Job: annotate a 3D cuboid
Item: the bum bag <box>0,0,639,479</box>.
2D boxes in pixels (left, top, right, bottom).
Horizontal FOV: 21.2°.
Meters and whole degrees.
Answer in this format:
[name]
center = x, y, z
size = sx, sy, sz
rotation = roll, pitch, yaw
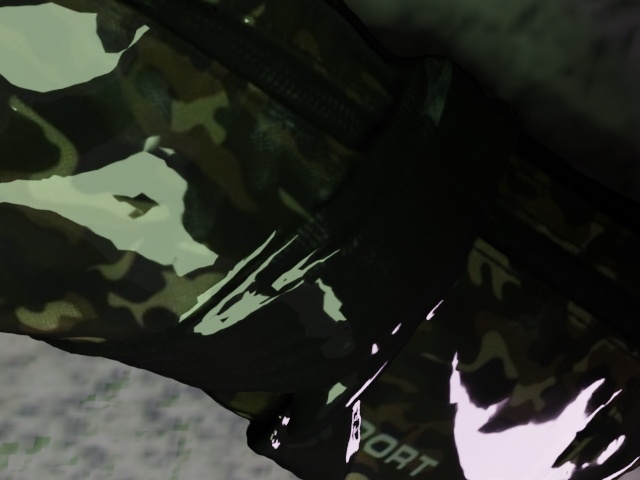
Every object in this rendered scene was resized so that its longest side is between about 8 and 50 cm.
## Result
[bum bag]
center = 0.000, 0.001, 0.370
size = 0.248, 0.069, 0.102
rotation = 29, 77, -30
